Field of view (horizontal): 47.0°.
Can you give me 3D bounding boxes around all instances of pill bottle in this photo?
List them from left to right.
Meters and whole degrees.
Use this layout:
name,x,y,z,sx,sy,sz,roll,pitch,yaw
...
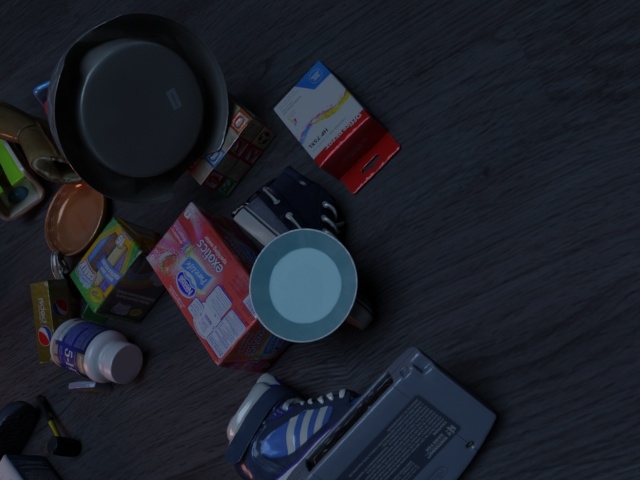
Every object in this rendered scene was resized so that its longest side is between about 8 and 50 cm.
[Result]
name,x,y,z,sx,sy,sz,roll,pitch,yaw
pill bottle,-0.466,0.236,1.539,0.186,0.112,0.112,10,81,35

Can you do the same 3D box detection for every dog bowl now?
name,x,y,z,sx,sy,sz,roll,pitch,yaw
dog bowl,-0.345,-0.246,1.379,0.102,0.349,0.349,19,85,47

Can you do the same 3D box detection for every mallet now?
name,x,y,z,sx,sy,sz,roll,pitch,yaw
mallet,-0.590,0.398,1.597,0.189,0.062,0.039,39,96,35

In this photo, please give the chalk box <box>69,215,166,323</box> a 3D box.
name,x,y,z,sx,sy,sz,roll,pitch,yaw
chalk box,-0.422,0.081,1.548,0.213,0.132,0.132,-50,56,8

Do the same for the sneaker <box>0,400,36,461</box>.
name,x,y,z,sx,sy,sz,roll,pitch,yaw
sneaker,-0.766,0.472,1.657,0.131,0.112,0.319,37,95,32

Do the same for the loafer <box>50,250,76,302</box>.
name,x,y,z,sx,sy,sz,roll,pitch,yaw
loafer,-0.591,0.084,1.702,0.039,0.045,0.125,-8,92,14

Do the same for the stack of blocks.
name,x,y,z,sx,sy,sz,roll,pitch,yaw
stack of blocks,-0.250,-0.249,1.569,0.171,0.087,0.297,-51,55,8

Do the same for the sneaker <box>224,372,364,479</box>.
name,x,y,z,sx,sy,sz,roll,pitch,yaw
sneaker,-0.021,0.281,1.231,0.323,0.130,0.236,-42,51,8

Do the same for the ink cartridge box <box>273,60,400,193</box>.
name,x,y,z,sx,sy,sz,roll,pitch,yaw
ink cartridge box,0.029,-0.213,1.385,0.134,0.078,0.231,-45,57,13

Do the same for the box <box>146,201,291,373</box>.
name,x,y,z,sx,sy,sz,roll,pitch,yaw
box,-0.175,0.088,1.380,0.154,0.142,0.300,-49,55,10

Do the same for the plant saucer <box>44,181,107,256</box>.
name,x,y,z,sx,sy,sz,roll,pitch,yaw
plant saucer,-0.575,-0.055,1.748,0.200,0.037,0.200,-10,70,29

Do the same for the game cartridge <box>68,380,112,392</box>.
name,x,y,z,sx,sy,sz,roll,pitch,yaw
game cartridge,-0.494,0.312,1.567,0.083,0.056,0.017,-10,62,31

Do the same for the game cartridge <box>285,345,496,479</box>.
name,x,y,z,sx,sy,sz,roll,pitch,yaw
game cartridge,0.110,0.320,1.096,0.297,0.198,0.062,-48,24,6

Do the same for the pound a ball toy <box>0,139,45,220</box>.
name,x,y,z,sx,sy,sz,roll,pitch,yaw
pound a ball toy,-0.860,-0.167,1.892,0.208,0.136,0.319,-38,53,-9

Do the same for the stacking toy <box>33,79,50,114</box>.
name,x,y,z,sx,sy,sz,roll,pitch,yaw
stacking toy,-0.530,-0.240,1.721,0.165,0.175,0.302,-23,77,-7

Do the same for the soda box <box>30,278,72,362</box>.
name,x,y,z,sx,sy,sz,roll,pitch,yaw
soda box,-0.598,0.179,1.646,0.061,0.058,0.181,-10,85,30

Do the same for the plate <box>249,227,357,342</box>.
name,x,y,z,sx,sy,sz,roll,pitch,yaw
plate,-0.027,0.074,1.209,0.188,0.024,0.188,-3,79,16

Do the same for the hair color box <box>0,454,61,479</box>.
name,x,y,z,sx,sy,sz,roll,pitch,yaw
hair color box,-0.563,0.608,1.487,0.347,0.105,0.174,33,94,36

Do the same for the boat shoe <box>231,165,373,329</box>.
name,x,y,z,sx,sy,sz,roll,pitch,yaw
boat shoe,0.000,0.000,1.315,0.340,0.127,0.158,40,81,24

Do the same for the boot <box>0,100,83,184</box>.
name,x,y,z,sx,sy,sz,roll,pitch,yaw
boot,-0.703,-0.236,1.751,0.269,0.236,0.089,44,118,47
